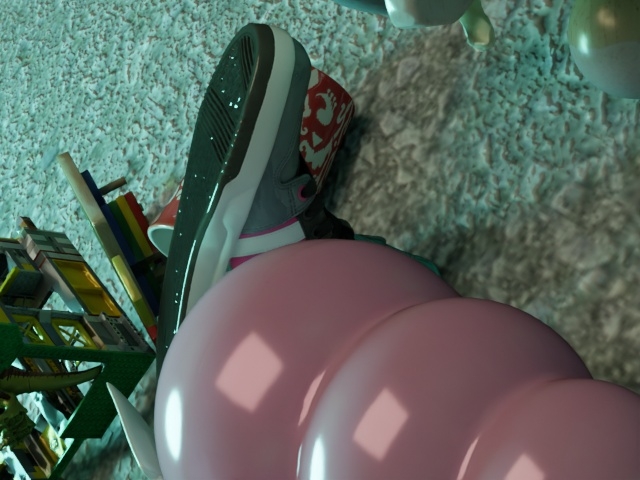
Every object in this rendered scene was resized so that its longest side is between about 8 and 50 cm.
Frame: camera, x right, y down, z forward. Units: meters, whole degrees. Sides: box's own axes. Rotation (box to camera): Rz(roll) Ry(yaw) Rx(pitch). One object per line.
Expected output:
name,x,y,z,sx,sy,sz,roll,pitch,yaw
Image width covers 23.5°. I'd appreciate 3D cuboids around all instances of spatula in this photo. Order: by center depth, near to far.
spatula,-0.048,0.200,0.935,0.019,0.168,0.242,-36,41,2

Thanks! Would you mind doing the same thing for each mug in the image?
mug,-0.059,-0.054,1.230,0.150,0.113,0.169,2,60,54

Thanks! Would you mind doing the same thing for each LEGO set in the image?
LEGO set,-0.311,0.115,1.270,0.192,0.255,0.331,48,122,33

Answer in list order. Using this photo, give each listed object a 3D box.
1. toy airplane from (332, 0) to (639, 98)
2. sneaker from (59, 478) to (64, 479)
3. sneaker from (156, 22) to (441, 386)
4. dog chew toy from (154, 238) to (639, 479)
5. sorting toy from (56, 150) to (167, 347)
toy airplane,0.155,-0.199,0.898,0.384,0.272,0.386,-20,21,0
sneaker,-0.202,0.230,1.136,0.343,0.146,0.134,-21,46,48
sneaker,0.000,0.000,1.022,0.124,0.178,0.295,-104,25,-51
dog chew toy,0.058,0.116,0.827,0.332,0.206,0.207,16,75,48
sorting toy,-0.166,0.000,1.326,0.046,0.132,0.274,-27,36,-7
